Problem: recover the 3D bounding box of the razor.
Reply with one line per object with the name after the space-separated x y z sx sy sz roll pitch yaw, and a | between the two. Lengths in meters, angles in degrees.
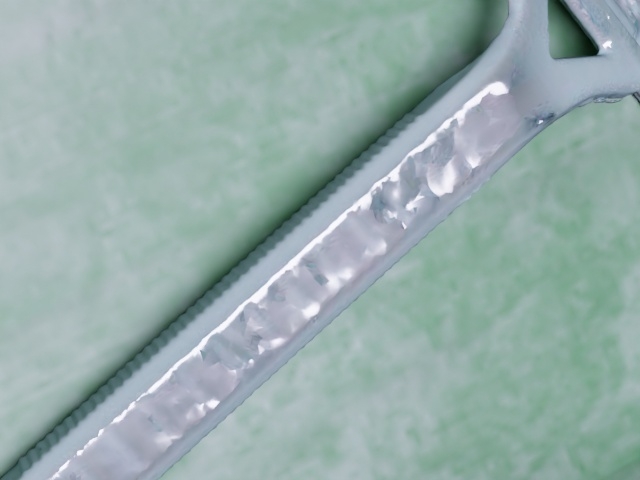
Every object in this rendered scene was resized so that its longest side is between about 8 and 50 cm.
0.003 0.002 0.542 0.278 0.056 0.111 -44 107 -12 | razor
